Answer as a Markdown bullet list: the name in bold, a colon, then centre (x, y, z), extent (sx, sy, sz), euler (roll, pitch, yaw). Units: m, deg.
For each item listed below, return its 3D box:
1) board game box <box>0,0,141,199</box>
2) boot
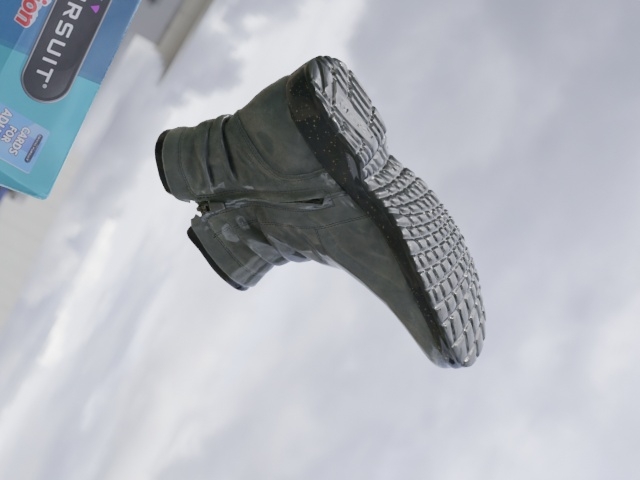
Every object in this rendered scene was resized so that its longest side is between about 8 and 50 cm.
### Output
- **board game box**: centre (-0.176, -0.206, 0.975), extent (0.254, 0.079, 0.336), euler (-62, -152, 14)
- **boot**: centre (0.000, 0.000, 1.139), extent (0.161, 0.246, 0.083), euler (-27, -171, 32)
